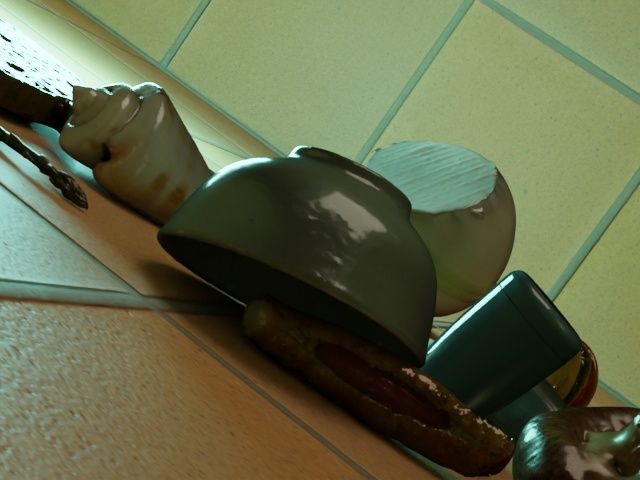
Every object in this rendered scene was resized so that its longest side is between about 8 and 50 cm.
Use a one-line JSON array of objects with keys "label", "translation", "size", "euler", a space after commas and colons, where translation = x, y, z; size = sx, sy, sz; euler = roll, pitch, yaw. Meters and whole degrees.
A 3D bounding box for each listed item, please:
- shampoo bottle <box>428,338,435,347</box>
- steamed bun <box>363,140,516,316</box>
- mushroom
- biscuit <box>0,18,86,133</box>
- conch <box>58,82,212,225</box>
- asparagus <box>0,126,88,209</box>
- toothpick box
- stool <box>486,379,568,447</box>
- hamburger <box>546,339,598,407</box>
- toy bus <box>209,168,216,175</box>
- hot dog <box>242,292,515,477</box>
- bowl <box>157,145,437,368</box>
[{"label": "shampoo bottle", "translation": [0.150, 0.160, 1.871], "size": [0.049, 0.034, 0.141], "euler": [43, 7, 7]}, {"label": "steamed bun", "translation": [0.176, 0.008, 2.249], "size": [0.309, 0.309, 0.309], "euler": [34, 5, -4]}, {"label": "mushroom", "translation": [0.343, 0.235, 1.359], "size": [0.267, 0.254, 0.267], "euler": [47, 6, -6]}, {"label": "biscuit", "translation": [-0.400, -0.216, 1.675], "size": [0.314, 0.063, 0.367], "euler": [39, 7, 7]}, {"label": "conch", "translation": [-0.185, -0.101, 1.586], "size": [0.255, 0.127, 0.158], "euler": [33, 8, -30]}, {"label": "asparagus", "translation": [-0.317, -0.100, 1.391], "size": [0.233, 0.023, 0.022], "euler": [37, 50, 20]}, {"label": "toothpick box", "translation": [0.196, 0.132, 1.573], "size": [0.120, 0.184, 0.120], "euler": [49, 9, -10]}, {"label": "stool", "translation": [0.266, 0.226, 1.707], "size": [0.096, 0.096, 0.110], "euler": [31, 13, -36]}, {"label": "hamburger", "translation": [0.337, 0.196, 2.046], "size": [0.115, 0.162, 0.162], "euler": [33, 6, -40]}, {"label": "toy bus", "translation": [-0.175, -0.074, 1.763], "size": [0.235, 0.073, 0.096], "euler": [34, 12, -19]}, {"label": "hot dog", "translation": [0.051, 0.141, 1.288], "size": [0.289, 0.068, 0.083], "euler": [30, -17, -6]}, {"label": "bowl", "translation": [0.000, 0.000, 1.331], "size": [0.289, 0.146, 0.289], "euler": [26, -12, 6]}]
